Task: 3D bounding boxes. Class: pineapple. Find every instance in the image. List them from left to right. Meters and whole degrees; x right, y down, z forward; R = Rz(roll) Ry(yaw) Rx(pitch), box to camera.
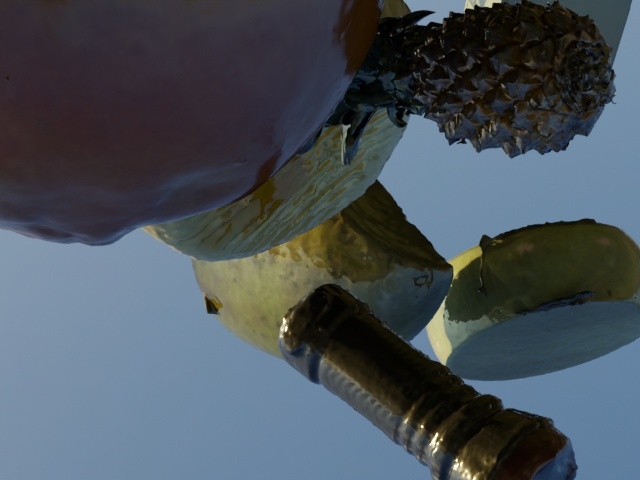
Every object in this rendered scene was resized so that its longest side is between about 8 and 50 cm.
[{"bbox_3d":[0.069,-0.086,0.985,0.221,0.083,0.103,4,-121,45],"label":"pineapple"}]

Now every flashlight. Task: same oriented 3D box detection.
[{"bbox_3d":[0.070,0.116,1.256,0.093,0.093,0.232,-23,-133,-40],"label":"flashlight"}]

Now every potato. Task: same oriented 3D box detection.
[{"bbox_3d":[0.000,0.000,1.632,0.112,0.269,0.255,-5,-162,-40],"label":"potato"}]

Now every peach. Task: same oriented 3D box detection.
[{"bbox_3d":[-0.128,-0.148,0.897,0.343,0.301,0.343,-5,-173,1],"label":"peach"}]

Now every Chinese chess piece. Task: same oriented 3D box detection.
[{"bbox_3d":[0.216,0.060,1.756,0.238,0.238,0.092,-5,-112,-15],"label":"Chinese chess piece"}]

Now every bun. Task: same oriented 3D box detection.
[{"bbox_3d":[-0.047,-0.107,1.245,0.244,0.244,0.153,-21,-121,-38],"label":"bun"}]

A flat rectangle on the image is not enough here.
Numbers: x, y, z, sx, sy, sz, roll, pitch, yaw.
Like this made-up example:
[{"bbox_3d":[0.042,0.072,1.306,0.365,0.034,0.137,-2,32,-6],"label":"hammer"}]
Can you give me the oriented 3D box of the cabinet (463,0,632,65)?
[{"bbox_3d":[0.250,-0.305,1.910,0.150,0.206,0.145,8,-155,-13],"label":"cabinet"}]
